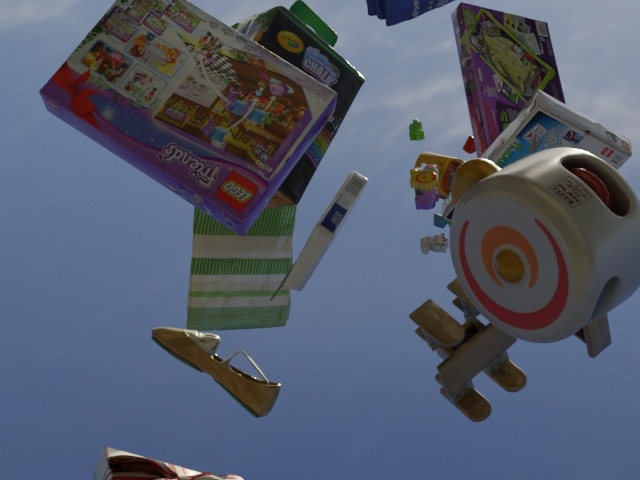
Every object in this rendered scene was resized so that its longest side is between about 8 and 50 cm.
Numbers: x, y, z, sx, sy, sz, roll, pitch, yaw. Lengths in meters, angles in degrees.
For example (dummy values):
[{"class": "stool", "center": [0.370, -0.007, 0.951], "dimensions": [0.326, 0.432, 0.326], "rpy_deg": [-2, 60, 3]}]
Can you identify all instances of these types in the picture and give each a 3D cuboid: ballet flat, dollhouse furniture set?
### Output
[{"class": "ballet flat", "center": [-0.164, 0.194, 1.701], "dimensions": [0.073, 0.232, 0.080], "rpy_deg": [-53, -174, 1]}, {"class": "dollhouse furniture set", "center": [0.289, 0.151, 1.580], "dimensions": [0.242, 0.212, 0.161], "rpy_deg": [-37, -134, -13]}]

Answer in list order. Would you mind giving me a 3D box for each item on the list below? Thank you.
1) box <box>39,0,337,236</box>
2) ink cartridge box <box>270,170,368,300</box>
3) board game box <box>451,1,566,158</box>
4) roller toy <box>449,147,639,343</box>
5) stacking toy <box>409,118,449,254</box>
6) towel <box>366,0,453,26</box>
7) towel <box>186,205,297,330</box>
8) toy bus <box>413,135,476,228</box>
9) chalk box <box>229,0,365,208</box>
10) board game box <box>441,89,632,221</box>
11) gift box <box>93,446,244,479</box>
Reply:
[{"class": "box", "center": [-0.156, -0.166, 1.259], "dimensions": [0.293, 0.057, 0.201], "rpy_deg": [33, -107, 8]}, {"class": "ink cartridge box", "center": [0.000, 0.000, 2.067], "dimensions": [0.045, 0.224, 0.223], "rpy_deg": [32, -142, 0]}, {"class": "board game box", "center": [0.373, -0.291, 2.026], "dimensions": [0.208, 0.056, 0.347], "rpy_deg": [10, -120, -27]}, {"class": "roller toy", "center": [0.241, 0.004, 1.135], "dimensions": [0.146, 0.209, 0.191], "rpy_deg": [-25, -165, -37]}, {"class": "stacking toy", "center": [0.200, -0.102, 1.955], "dimensions": [0.052, 0.167, 0.221], "rpy_deg": [-7, -143, 8]}, {"class": "towel", "center": [0.178, -0.400, 1.147], "dimensions": [0.336, 0.243, 0.040], "rpy_deg": [-26, -146, -19]}, {"class": "towel", "center": [-0.163, 0.026, 2.218], "dimensions": [0.248, 0.325, 0.038], "rpy_deg": [1, -174, -33]}, {"class": "toy bus", "center": [0.293, -0.142, 2.385], "dimensions": [0.202, 0.104, 0.191], "rpy_deg": [-44, -139, 38]}, {"class": "chalk box", "center": [-0.076, -0.210, 1.526], "dimensions": [0.179, 0.180, 0.289], "rpy_deg": [-6, -129, 56]}, {"class": "board game box", "center": [0.376, -0.107, 1.863], "dimensions": [0.193, 0.305, 0.053], "rpy_deg": [26, -138, -13]}, {"class": "gift box", "center": [-0.217, 0.453, 1.501], "dimensions": [0.276, 0.255, 0.258], "rpy_deg": [24, -86, 67]}]
